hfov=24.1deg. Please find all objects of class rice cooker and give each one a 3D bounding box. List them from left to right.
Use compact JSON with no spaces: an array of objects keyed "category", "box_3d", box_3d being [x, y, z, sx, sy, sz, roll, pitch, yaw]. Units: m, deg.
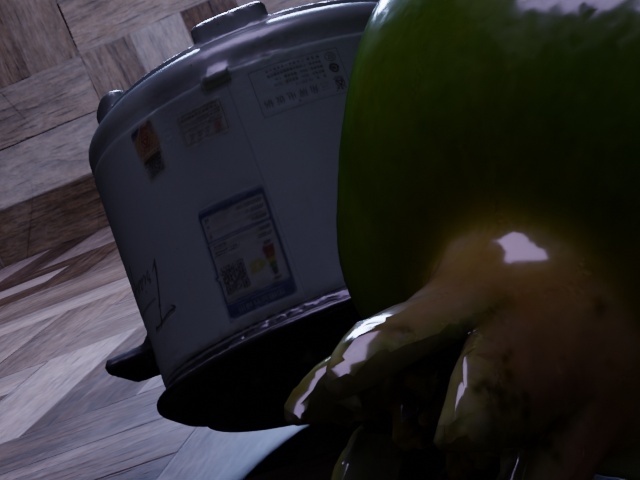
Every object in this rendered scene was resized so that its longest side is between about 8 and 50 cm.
[{"category":"rice cooker","box_3d":[0.000,0.000,0.866,0.281,0.227,0.241,-23,-14,6]}]

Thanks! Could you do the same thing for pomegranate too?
[{"category":"pomegranate","box_3d":[0.120,-0.031,0.593,0.310,0.216,0.358,11,33,41]}]
